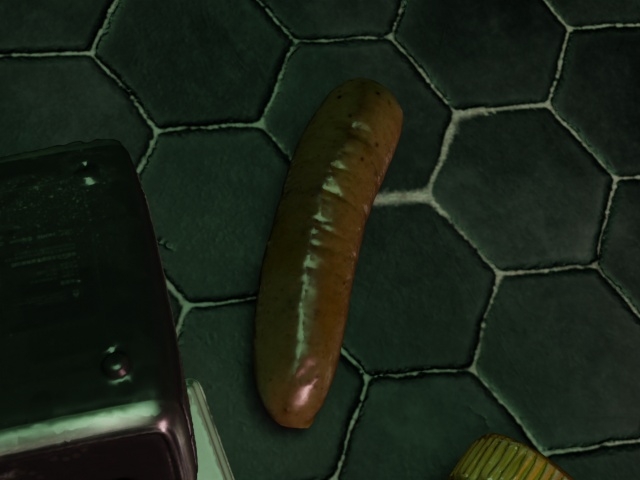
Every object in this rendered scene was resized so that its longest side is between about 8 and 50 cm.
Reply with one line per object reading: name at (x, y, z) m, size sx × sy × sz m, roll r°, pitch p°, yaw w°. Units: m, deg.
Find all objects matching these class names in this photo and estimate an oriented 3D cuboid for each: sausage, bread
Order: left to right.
sausage at (-0.002, -0.001, 1.701) m, size 0.136 × 0.123 × 0.501 m, roll 31°, pitch 61°, yaw -31°
bread at (0.248, 0.326, 1.584) m, size 0.199 × 0.199 × 0.104 m, roll 39°, pitch 63°, yaw 5°

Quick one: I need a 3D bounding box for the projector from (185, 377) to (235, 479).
projector at (-0.196, 0.309, 1.538) m, size 0.192 × 0.099 × 0.256 m, roll -16°, pitch 72°, yaw -17°

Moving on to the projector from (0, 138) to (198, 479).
projector at (-0.359, 0.112, 1.439) m, size 0.395 × 0.242 × 0.405 m, roll -12°, pitch 53°, yaw -6°
